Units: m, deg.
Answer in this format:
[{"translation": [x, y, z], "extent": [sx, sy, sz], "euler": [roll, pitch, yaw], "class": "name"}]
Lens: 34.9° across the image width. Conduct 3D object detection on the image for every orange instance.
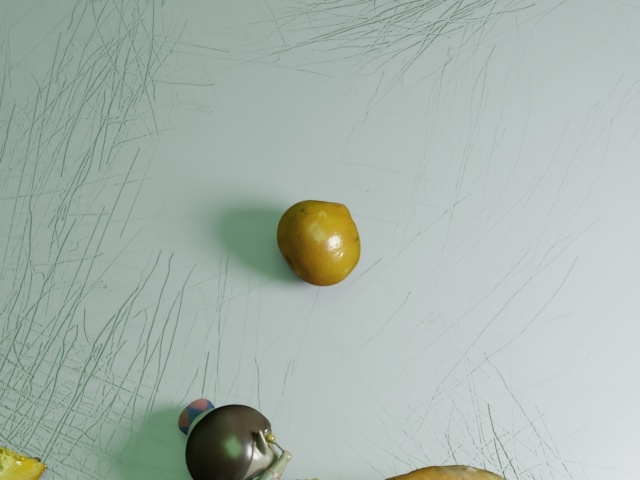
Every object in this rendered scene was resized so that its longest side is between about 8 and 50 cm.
[{"translation": [0.000, 0.000, 1.717], "extent": [0.134, 0.155, 0.155], "euler": [-36, 69, -7], "class": "orange"}]

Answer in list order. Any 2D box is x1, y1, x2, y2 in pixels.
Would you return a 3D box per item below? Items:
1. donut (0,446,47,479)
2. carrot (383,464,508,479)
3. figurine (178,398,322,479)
[{"translation": [-0.570, 0.366, 1.558], "extent": [0.259, 0.101, 0.152], "euler": [17, 70, 3], "class": "donut"}, {"translation": [0.134, 0.441, 1.436], "extent": [0.340, 0.224, 0.224], "euler": [-6, 62, -27], "class": "carrot"}, {"translation": [-0.111, 0.345, 1.551], "extent": [0.275, 0.158, 0.161], "euler": [48, 113, 19], "class": "figurine"}]
